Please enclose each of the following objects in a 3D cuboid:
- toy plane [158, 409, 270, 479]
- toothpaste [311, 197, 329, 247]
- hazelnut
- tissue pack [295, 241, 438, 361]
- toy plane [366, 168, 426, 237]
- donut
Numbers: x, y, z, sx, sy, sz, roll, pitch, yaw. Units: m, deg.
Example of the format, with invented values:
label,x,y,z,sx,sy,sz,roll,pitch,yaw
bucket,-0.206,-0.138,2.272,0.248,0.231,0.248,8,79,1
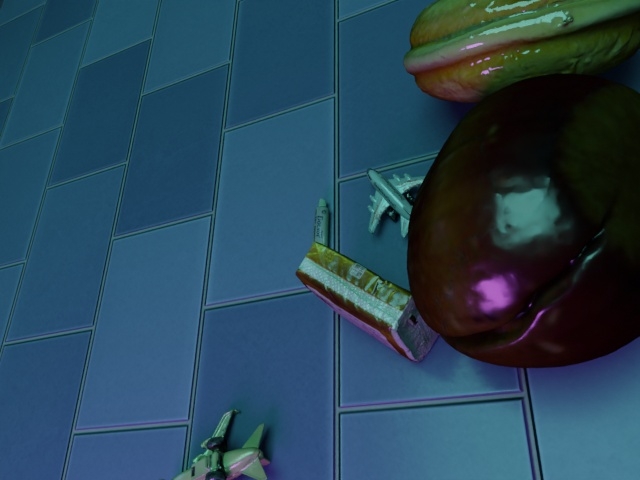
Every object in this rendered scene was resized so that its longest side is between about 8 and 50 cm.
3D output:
label,x,y,z,sx,sy,sz,roll,pitch,yaw
toy plane,-0.202,0.432,1.060,0.244,0.092,0.229,-25,40,12
toothpaste,0.000,0.000,1.211,0.048,0.029,0.197,-8,64,26
hazelnut,0.329,-0.022,0.843,0.401,0.402,0.430,-3,56,27
tissue pack,0.084,0.111,1.008,0.226,0.183,0.092,26,79,36
toy plane,0.146,-0.088,1.153,0.162,0.065,0.171,-41,51,5
donut,0.362,-0.374,1.012,0.448,0.198,0.449,-16,17,5
